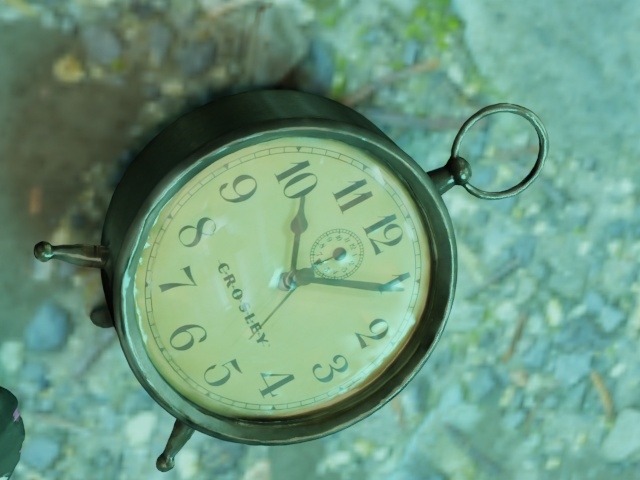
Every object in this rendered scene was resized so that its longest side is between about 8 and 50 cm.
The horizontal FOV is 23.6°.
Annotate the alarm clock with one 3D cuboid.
[{"bbox_3d":[0.000,0.000,0.583,0.192,0.064,0.129,-25,115,-2],"label":"alarm clock"}]

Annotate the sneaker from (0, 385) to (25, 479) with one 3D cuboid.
[{"bbox_3d":[-0.184,0.114,0.573,0.178,0.077,0.072,-54,149,-3],"label":"sneaker"}]
